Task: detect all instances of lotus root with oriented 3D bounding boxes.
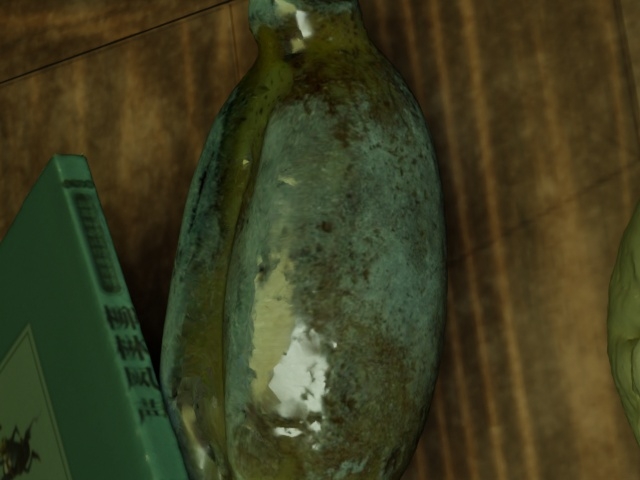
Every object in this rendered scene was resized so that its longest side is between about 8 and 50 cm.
[{"bbox_3d":[0.000,0.000,0.997,0.158,0.140,0.322,-3,78,56],"label":"lotus root"}]

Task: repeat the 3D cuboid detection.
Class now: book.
[{"bbox_3d":[-0.147,0.174,1.033,0.264,0.031,0.379,-50,50,42],"label":"book"}]

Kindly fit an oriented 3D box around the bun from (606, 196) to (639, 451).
[{"bbox_3d":[0.237,0.038,0.831,0.259,0.160,0.259,-6,79,34],"label":"bun"}]
